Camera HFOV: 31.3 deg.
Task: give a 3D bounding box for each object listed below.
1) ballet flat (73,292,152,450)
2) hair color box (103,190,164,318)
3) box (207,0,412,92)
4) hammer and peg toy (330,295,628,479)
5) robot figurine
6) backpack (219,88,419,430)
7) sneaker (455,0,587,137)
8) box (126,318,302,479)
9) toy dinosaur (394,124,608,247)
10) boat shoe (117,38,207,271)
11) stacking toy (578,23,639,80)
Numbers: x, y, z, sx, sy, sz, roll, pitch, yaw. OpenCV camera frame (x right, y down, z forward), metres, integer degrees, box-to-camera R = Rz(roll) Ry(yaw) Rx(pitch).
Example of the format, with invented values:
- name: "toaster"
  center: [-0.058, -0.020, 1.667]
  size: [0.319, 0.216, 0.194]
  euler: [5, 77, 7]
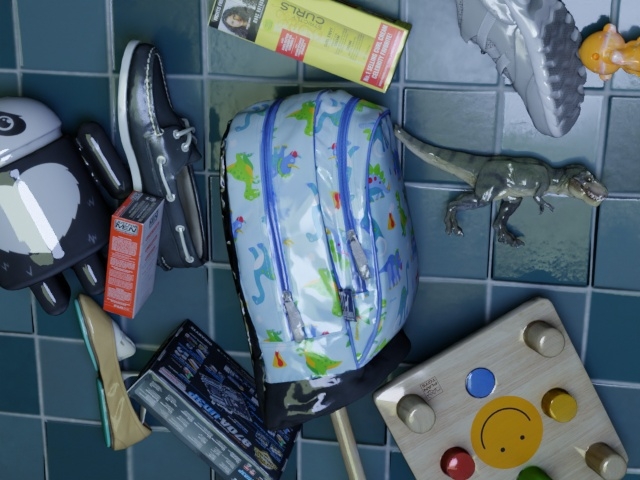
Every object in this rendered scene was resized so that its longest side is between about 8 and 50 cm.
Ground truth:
- name: "ballet flat"
  center: [-0.281, 0.174, 1.566]
  size: [0.073, 0.080, 0.232]
  euler: [-14, 109, -15]
- name: "hair color box"
  center: [-0.231, 0.018, 1.408]
  size: [0.043, 0.072, 0.141]
  euler: [17, 121, 7]
- name: "box"
  center: [-0.012, -0.259, 1.379]
  size: [0.232, 0.058, 0.087]
  euler: [22, 109, 2]
- name: "hammer and peg toy"
  center: [0.177, 0.256, 1.412]
  size: [0.361, 0.127, 0.266]
  euler: [-28, 102, -5]
- name: "robot figurine"
  center: [-0.367, -0.046, 1.446]
  size: [0.173, 0.209, 0.278]
  euler: [-13, 107, 44]
- name: "backpack"
  center: [0.000, 0.000, 1.355]
  size: [0.273, 0.290, 0.356]
  euler: [-23, 93, 21]
- name: "sneaker"
  center: [0.223, -0.249, 1.339]
  size: [0.115, 0.105, 0.281]
  euler: [-11, 109, 44]
- name: "box"
  center: [-0.131, 0.219, 1.488]
  size: [0.220, 0.175, 0.051]
  euler: [42, 110, -5]
- name: "toy dinosaur"
  center: [0.211, -0.058, 1.406]
  size: [0.268, 0.064, 0.118]
  euler: [13, 102, 8]
- name: "boat shoe"
  center: [-0.193, -0.105, 1.438]
  size: [0.091, 0.114, 0.303]
  euler: [3, 119, 10]
- name: "stacking toy"
  center: [0.443, -0.197, 1.285]
  size: [0.301, 0.166, 0.175]
  euler: [9, 121, 19]
